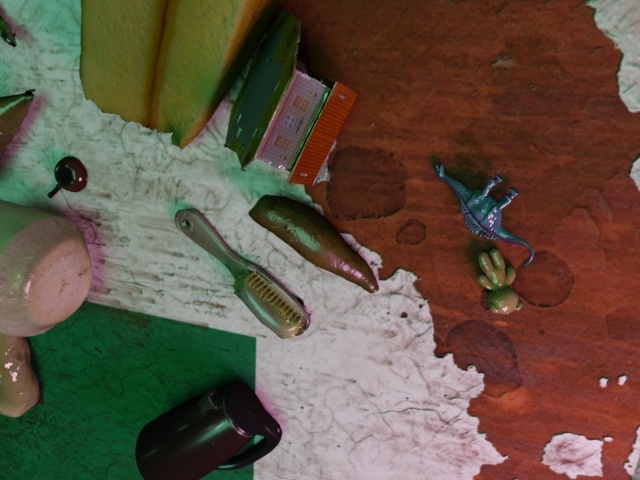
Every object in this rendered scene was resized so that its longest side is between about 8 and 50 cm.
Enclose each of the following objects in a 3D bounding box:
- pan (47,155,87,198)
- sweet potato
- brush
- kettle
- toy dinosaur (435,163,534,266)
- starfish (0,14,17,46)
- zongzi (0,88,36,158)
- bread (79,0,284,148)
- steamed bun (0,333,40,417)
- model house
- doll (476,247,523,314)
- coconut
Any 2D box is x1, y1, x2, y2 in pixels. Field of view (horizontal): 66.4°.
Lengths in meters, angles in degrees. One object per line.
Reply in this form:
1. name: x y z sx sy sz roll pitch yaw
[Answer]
1. pan: -0.492 -0.111 0.930 0.115 0.023 0.068 -34 95 23
2. sweet potato: 0.000 0.000 0.782 0.243 0.077 0.077 33 113 2
3. brush: -0.146 0.058 0.852 0.313 0.067 0.072 44 115 3
4. kettle: -0.202 0.379 0.931 0.232 0.144 0.202 -34 113 21
5. toy dinosaur: 0.242 -0.047 0.705 0.197 0.045 0.080 48 127 7
6. starfish: -0.655 -0.483 0.838 0.346 0.078 0.358 1 107 18
7. zongzi: -0.660 -0.249 0.899 0.256 0.115 0.228 -44 86 18
8. bread: -0.220 -0.283 0.665 0.233 0.245 0.362 31 112 -7
9. steamed bun: -0.728 0.301 1.088 0.231 0.110 0.212 -39 93 26
10. model house: -0.030 -0.196 0.716 0.135 0.207 0.219 21 105 -28
11. doll: 0.266 0.061 0.726 0.061 0.051 0.093 -14 106 -8
12. coconut: -0.573 0.048 0.894 0.265 0.237 0.238 15 110 8
